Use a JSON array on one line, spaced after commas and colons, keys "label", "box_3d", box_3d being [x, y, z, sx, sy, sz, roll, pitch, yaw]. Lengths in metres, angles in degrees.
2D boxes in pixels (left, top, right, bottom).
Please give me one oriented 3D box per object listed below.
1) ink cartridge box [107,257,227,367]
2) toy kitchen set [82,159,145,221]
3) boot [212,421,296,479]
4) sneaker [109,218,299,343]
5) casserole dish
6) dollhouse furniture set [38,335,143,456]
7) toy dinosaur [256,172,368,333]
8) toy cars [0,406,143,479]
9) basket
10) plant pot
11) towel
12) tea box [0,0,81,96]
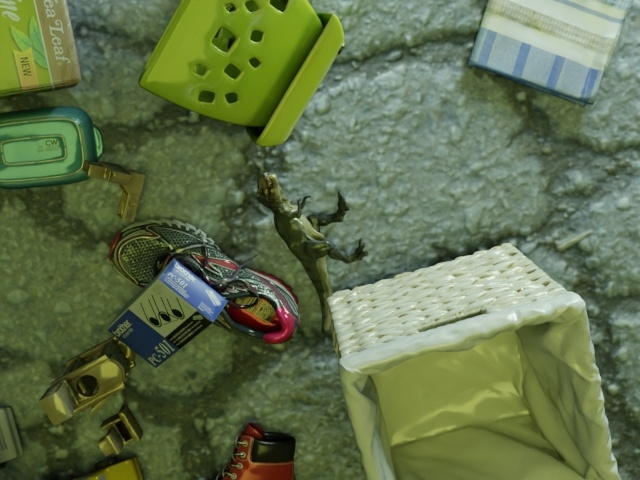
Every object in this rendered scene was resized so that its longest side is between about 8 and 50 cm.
[{"label": "ink cartridge box", "box_3d": [-0.223, 0.108, 1.336, 0.097, 0.207, 0.046, 40, 51, -10]}, {"label": "toy kitchen set", "box_3d": [-0.298, -0.068, 1.337, 0.083, 0.068, 0.075, 10, 101, -31]}, {"label": "boot", "box_3d": [-0.156, 0.371, 1.437, 0.244, 0.088, 0.176, -6, 100, -11]}, {"label": "sneaker", "box_3d": [-0.164, 0.059, 1.363, 0.299, 0.112, 0.120, 23, 98, -7]}, {"label": "casserole dish", "box_3d": [-0.412, -0.132, 1.349, 0.189, 0.037, 0.114, -6, 101, -4]}, {"label": "dollhouse furniture set", "box_3d": [-0.303, 0.245, 1.351, 0.101, 0.182, 0.161, -28, 101, 2]}, {"label": "toy dinosaur", "box_3d": [0.000, 0.000, 1.393, 0.118, 0.064, 0.268, -24, 106, 4]}, {"label": "toy cars", "box_3d": [-0.449, 0.352, 1.382, 0.394, 0.087, 0.176, 23, 75, -6]}, {"label": "basket", "box_3d": [0.202, 0.220, 1.320, 0.328, 0.266, 0.331, -16, 109, -1]}, {"label": "plant pot", "box_3d": [-0.102, -0.259, 1.256, 0.207, 0.228, 0.227, 30, 97, -14]}, {"label": "towel", "box_3d": [0.357, -0.359, 1.360, 0.209, 0.034, 0.285, 19, 99, -6]}, {"label": "tea box", "box_3d": [-0.499, -0.334, 1.186, 0.324, 0.220, 0.328, -13, 101, -15]}]
